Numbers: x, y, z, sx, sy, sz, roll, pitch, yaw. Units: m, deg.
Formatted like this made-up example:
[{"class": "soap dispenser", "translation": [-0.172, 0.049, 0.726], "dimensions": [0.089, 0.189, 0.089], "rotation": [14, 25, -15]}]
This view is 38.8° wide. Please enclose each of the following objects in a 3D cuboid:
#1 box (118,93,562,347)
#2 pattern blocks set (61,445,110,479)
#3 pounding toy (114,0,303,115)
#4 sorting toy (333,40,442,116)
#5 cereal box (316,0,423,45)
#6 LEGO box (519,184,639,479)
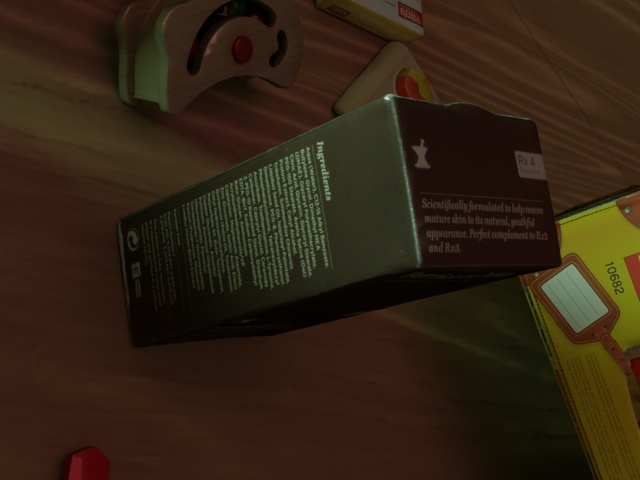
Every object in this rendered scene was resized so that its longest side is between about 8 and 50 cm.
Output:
[{"class": "box", "translation": [0.000, 0.000, 0.827], "dimensions": [0.191, 0.381, 0.143], "rotation": [1, 75, -43]}, {"class": "pattern blocks set", "translation": [-0.188, 0.374, 0.766], "dimensions": [0.285, 0.026, 0.325], "rotation": [43, 50, -23]}, {"class": "pounding toy", "translation": [-0.127, -0.233, 1.016], "dimensions": [0.269, 0.154, 0.154], "rotation": [-43, 134, -33]}, {"class": "sorting toy", "translation": [0.127, -0.152, 1.244], "dimensions": [0.208, 0.038, 0.193], "rotation": [51, 48, -17]}, {"class": "cereal box", "translation": [0.065, -0.409, 1.273], "dimensions": [0.173, 0.047, 0.240], "rotation": [14, 66, -39]}, {"class": "LEGO box", "translation": [0.420, 0.190, 1.177], "dimensions": [0.372, 0.193, 0.501], "rotation": [-15, 85, -77]}]
